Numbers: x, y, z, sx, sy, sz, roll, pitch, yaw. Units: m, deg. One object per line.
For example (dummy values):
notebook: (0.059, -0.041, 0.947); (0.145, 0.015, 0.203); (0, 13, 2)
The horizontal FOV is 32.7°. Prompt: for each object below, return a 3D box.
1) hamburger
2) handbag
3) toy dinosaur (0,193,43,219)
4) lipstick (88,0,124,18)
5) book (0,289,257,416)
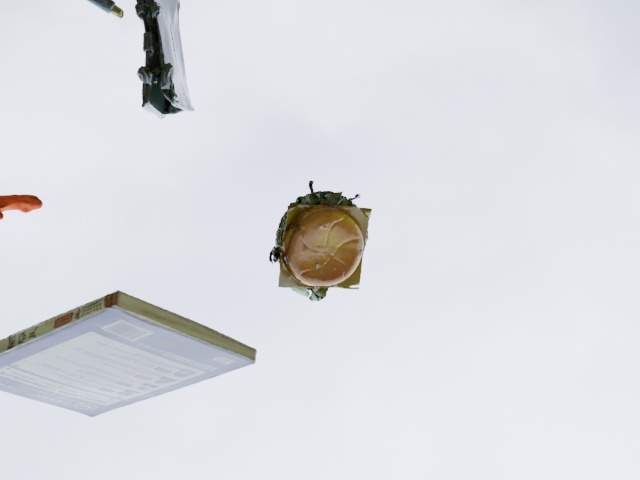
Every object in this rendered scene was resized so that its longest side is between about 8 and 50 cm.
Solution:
hamburger: (-0.003, 0.003, 1.752); (0.164, 0.189, 0.093); (14, -168, -20)
handbag: (-0.310, -0.370, 2.114); (0.079, 0.247, 0.260); (-8, -179, 1)
toy dinosaur: (-0.486, -0.038, 1.340); (0.288, 0.070, 0.117); (1, -144, -23)
lipstick: (-0.399, -0.431, 1.937); (0.116, 0.037, 0.037); (31, -141, -11)
book: (-0.355, 0.198, 1.784); (0.428, 0.300, 0.039); (-21, -124, 35)
